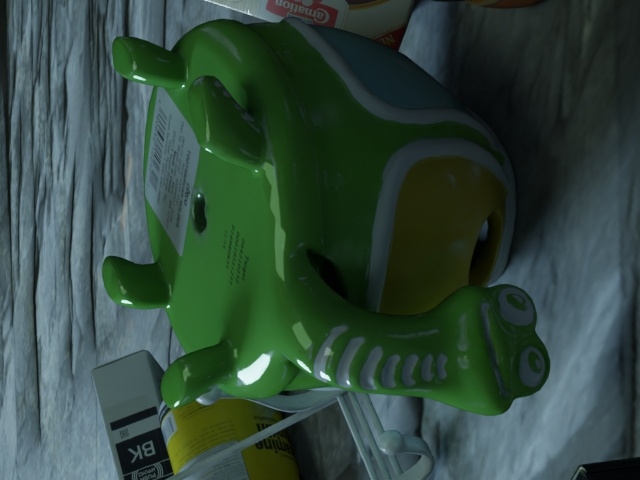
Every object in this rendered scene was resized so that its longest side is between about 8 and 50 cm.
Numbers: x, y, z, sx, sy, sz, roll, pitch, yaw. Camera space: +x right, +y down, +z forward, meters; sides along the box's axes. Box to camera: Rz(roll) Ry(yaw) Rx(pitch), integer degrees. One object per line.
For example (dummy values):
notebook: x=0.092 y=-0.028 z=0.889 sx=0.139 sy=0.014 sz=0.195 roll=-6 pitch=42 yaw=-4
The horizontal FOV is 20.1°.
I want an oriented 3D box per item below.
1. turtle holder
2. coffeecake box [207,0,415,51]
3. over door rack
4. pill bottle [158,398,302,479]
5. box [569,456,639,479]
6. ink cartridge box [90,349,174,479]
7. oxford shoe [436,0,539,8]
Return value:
turtle holder: x=0.011 y=-0.022 z=1.135 sx=0.320 sy=0.227 sz=0.243 roll=-178 pitch=85 yaw=-66
coffeecake box: x=0.011 y=-0.228 z=1.191 sx=0.068 sy=0.142 sz=0.185 roll=-70 pitch=-3 yaw=-50
over door rack: x=-0.065 y=0.227 z=1.282 sx=0.324 sy=0.108 sz=0.239 roll=-35 pitch=45 yaw=12
pill bottle: x=-0.066 y=0.206 z=1.503 sx=0.103 sy=0.103 sz=0.184 roll=117 pitch=141 yaw=-50
box: x=0.219 y=0.184 z=0.761 sx=0.051 sy=0.175 sz=0.220 roll=109 pitch=148 yaw=-41
ink cartridge box: x=-0.116 y=0.275 z=1.595 sx=0.165 sy=0.065 sz=0.332 roll=65 pitch=-175 yaw=-59
oxford shoe: x=0.116 y=-0.229 z=0.971 sx=0.363 sy=0.133 sz=0.130 roll=130 pitch=132 yaw=-58
